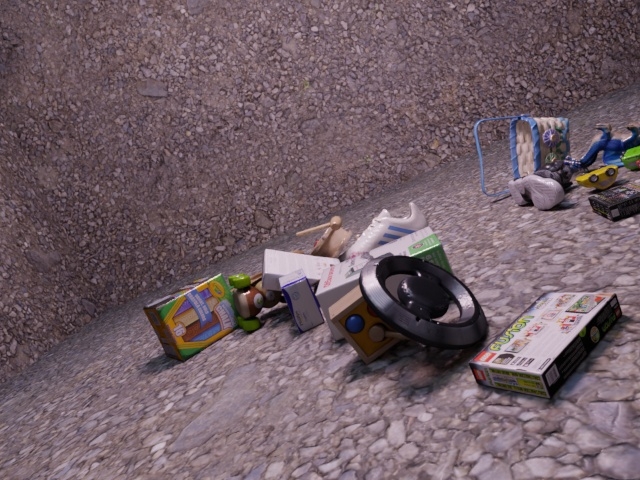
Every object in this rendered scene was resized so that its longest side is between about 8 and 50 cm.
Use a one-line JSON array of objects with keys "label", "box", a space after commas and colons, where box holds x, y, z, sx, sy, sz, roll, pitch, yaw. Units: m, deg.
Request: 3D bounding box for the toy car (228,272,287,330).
[{"label": "toy car", "box": [-0.164, 0.164, 1.456, 0.188, 0.155, 0.149, -14, 5, -19]}]

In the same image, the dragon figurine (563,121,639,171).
[{"label": "dragon figurine", "box": [0.874, -0.266, 1.416, 0.288, 0.144, 0.085, 7, 24, 34]}]

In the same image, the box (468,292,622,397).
[{"label": "box", "box": [0.317, 0.136, 0.679, 0.206, 0.036, 0.114, -29, 10, -30]}]

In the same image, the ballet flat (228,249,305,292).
[{"label": "ballet flat", "box": [-0.182, 0.153, 1.699, 0.342, 0.116, 0.124, -27, 29, -14]}]

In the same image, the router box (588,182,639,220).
[{"label": "router box", "box": [0.663, -0.086, 1.070, 0.092, 0.038, 0.122, -22, 9, 15]}]

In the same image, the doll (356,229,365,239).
[{"label": "doll", "box": [0.218, -0.026, 1.847, 0.129, 0.046, 0.189, -30, 10, -28]}]

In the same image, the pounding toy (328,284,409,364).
[{"label": "pounding toy", "box": [0.110, 0.153, 0.888, 0.130, 0.141, 0.100, -38, 8, 4]}]

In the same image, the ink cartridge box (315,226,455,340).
[{"label": "ink cartridge box", "box": [0.146, 0.092, 1.103, 0.288, 0.122, 0.211, -23, 8, 9]}]

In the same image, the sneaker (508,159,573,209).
[{"label": "sneaker", "box": [0.645, -0.164, 1.361, 0.153, 0.101, 0.268, -26, 6, 2]}]

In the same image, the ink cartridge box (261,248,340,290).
[{"label": "ink cartridge box", "box": [-0.053, 0.093, 1.413, 0.232, 0.066, 0.189, 12, 17, -10]}]

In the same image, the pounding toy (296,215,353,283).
[{"label": "pounding toy", "box": [0.000, 0.000, 1.591, 0.270, 0.154, 0.154, -54, 2, 34]}]

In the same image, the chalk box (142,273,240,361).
[{"label": "chalk box", "box": [-0.369, 0.220, 1.525, 0.288, 0.179, 0.180, -28, 9, -32]}]

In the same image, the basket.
[{"label": "basket", "box": [0.664, -0.296, 1.604, 0.288, 0.255, 0.201, -11, 13, 7]}]

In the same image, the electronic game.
[{"label": "electronic game", "box": [0.174, 0.098, 0.829, 0.229, 0.229, 0.048, -38, -27, -57]}]

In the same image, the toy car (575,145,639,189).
[{"label": "toy car", "box": [0.819, -0.197, 1.269, 0.238, 0.053, 0.225, -14, 13, 45]}]

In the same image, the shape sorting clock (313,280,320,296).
[{"label": "shape sorting clock", "box": [0.078, 0.116, 1.398, 0.206, 0.041, 0.206, -17, 19, 6]}]

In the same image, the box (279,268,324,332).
[{"label": "box", "box": [-0.051, 0.152, 1.254, 0.072, 0.126, 0.137, -23, 9, -4]}]

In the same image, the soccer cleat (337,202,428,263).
[{"label": "soccer cleat", "box": [0.182, -0.015, 1.561, 0.330, 0.143, 0.116, -24, 9, 0]}]
